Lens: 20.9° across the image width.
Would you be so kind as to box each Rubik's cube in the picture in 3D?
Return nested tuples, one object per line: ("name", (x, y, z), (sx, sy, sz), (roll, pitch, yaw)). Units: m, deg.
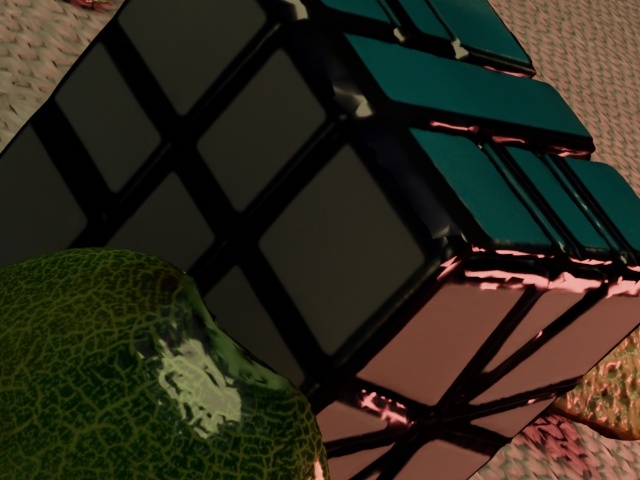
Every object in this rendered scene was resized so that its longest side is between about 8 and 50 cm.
("Rubik's cube", (0.000, 0.000, 1.073), (0.288, 0.293, 0.283), (8, 40, -53))

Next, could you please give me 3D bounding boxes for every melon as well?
("melon", (-0.107, 0.115, 0.876), (0.265, 0.169, 0.129), (44, 27, 3))

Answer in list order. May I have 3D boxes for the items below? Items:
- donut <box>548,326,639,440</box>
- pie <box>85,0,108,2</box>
("donut", (0.197, 0.081, 1.444), (0.126, 0.144, 0.187), (18, 66, -32))
("pie", (-0.251, -0.316, 1.413), (0.274, 0.105, 0.257), (33, 42, -16))
